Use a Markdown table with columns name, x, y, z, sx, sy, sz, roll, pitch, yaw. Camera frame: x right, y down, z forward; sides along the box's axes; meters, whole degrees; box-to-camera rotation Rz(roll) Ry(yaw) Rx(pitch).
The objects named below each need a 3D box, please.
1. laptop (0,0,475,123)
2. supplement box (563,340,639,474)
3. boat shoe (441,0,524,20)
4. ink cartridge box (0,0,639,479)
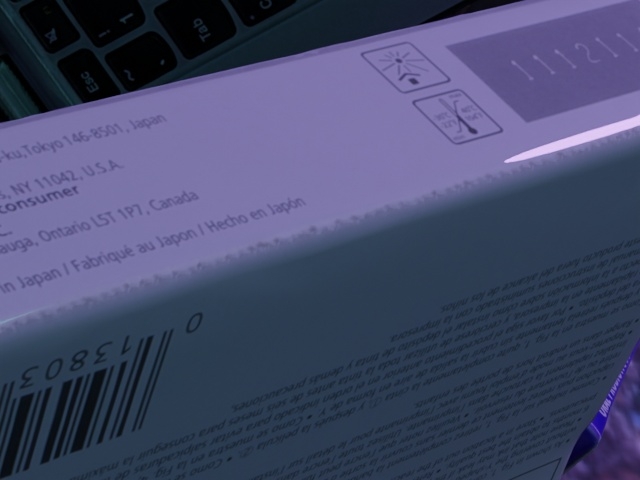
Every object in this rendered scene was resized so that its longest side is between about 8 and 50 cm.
| name | x | y | z | sx | sy | sz | roll | pitch | yaw |
| --- | --- | --- | --- | --- | --- | --- | --- | --- | --- |
| laptop | -0.130 | -0.129 | 0.473 | 0.382 | 0.408 | 0.236 | 56 | 18 | -24 |
| supplement box | 0.000 | 0.000 | 0.719 | 0.220 | 0.114 | 0.111 | 46 | 28 | -3 |
| boat shoe | 0.098 | -0.187 | 0.811 | 0.130 | 0.132 | 0.355 | 28 | 41 | -15 |
| ink cartridge box | -0.039 | 0.072 | 0.540 | 0.296 | 0.261 | 0.066 | -17 | 51 | -38 |
